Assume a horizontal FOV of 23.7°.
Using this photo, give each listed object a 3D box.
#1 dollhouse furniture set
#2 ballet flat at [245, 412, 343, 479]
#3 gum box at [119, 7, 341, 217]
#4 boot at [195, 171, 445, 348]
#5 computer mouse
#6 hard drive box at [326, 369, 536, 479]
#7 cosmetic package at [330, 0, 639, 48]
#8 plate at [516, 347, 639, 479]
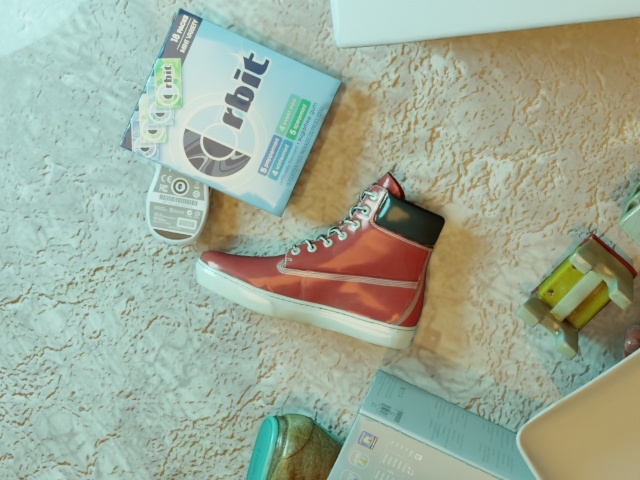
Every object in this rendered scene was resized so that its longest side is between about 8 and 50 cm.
[{"bbox_3d":[0.403,-0.005,1.535,0.201,0.152,0.374,42,119,0],"label":"dollhouse furniture set"},{"bbox_3d":[-0.056,0.354,1.669,0.124,0.116,0.342,20,98,-15],"label":"ballet flat"},{"bbox_3d":[-0.094,-0.132,1.589,0.184,0.041,0.157,23,92,-8],"label":"gum box"},{"bbox_3d":[0.000,0.000,1.608,0.244,0.088,0.176,13,100,-2],"label":"boot"},{"bbox_3d":[-0.144,-0.091,1.637,0.106,0.042,0.193,12,94,2],"label":"computer mouse"},{"bbox_3d":[0.137,0.238,1.573,0.232,0.181,0.089,25,102,5],"label":"hard drive box"},{"bbox_3d":[0.251,-0.281,1.413,0.453,0.230,0.161,-4,97,19],"label":"cosmetic package"},{"bbox_3d":[0.355,0.224,1.461,0.277,0.045,0.278,-32,96,-11],"label":"plate"}]
